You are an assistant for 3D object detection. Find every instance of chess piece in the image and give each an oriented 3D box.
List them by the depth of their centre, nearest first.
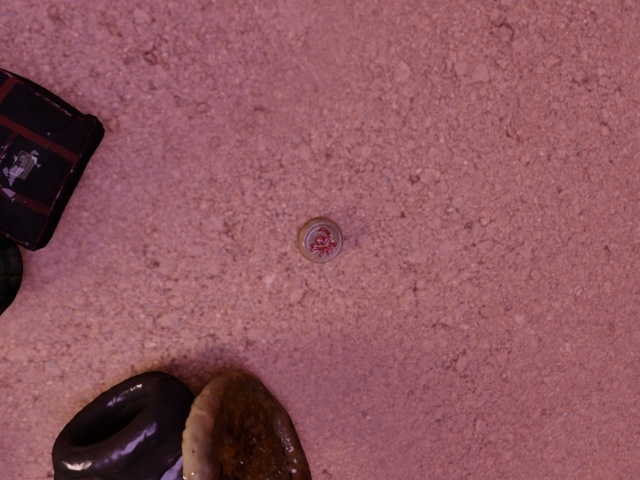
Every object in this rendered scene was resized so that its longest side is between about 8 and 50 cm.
[{"bbox_3d":[0.000,0.000,0.974,0.084,0.038,0.083,-4,104,-17],"label":"chess piece"}]

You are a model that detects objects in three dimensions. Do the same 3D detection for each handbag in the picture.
[{"bbox_3d":[-0.425,-0.114,0.752,0.169,0.155,0.215,27,84,-14],"label":"handbag"}]

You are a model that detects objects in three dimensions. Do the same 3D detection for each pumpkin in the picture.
[{"bbox_3d":[-0.521,0.047,0.775,0.167,0.125,0.167,-3,108,-8],"label":"pumpkin"}]

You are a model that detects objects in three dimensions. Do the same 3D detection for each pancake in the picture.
[{"bbox_3d":[-0.107,0.387,0.869,0.065,0.356,0.356,-23,110,23],"label":"pancake"}]

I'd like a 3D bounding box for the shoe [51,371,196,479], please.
[{"bbox_3d":[-0.340,0.392,0.875,0.384,0.171,0.237,-42,117,-7],"label":"shoe"}]
